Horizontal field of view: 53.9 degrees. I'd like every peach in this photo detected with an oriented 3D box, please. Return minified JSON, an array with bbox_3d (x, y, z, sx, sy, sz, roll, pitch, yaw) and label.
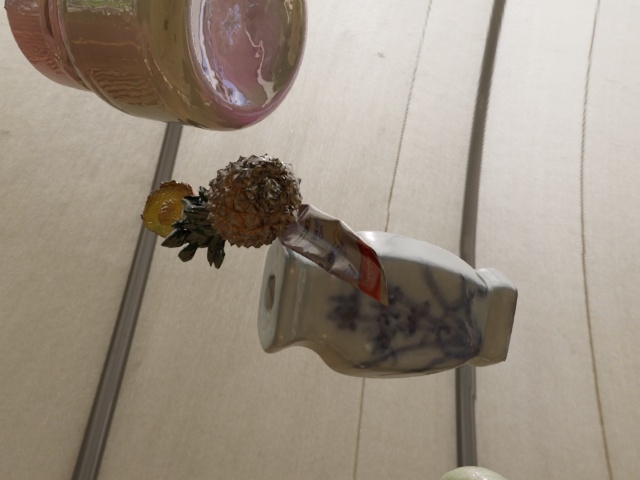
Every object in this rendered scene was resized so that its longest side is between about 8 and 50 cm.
[{"bbox_3d":[-0.222,-0.044,0.973,0.098,0.061,0.098,-6,-106,21],"label":"peach"}]

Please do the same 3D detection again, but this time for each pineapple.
[{"bbox_3d":[-0.085,-0.026,0.614,0.083,0.221,0.103,41,-112,-15],"label":"pineapple"}]

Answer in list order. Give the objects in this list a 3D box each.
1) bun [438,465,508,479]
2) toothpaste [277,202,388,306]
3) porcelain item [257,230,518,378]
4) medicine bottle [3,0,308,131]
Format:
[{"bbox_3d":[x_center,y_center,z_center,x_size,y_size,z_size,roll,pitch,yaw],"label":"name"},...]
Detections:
[{"bbox_3d":[0.288,0.510,1.019,0.179,0.283,0.283,5,-71,-14],"label":"bun"},{"bbox_3d":[0.000,0.000,0.853,0.048,0.301,0.075,4,-76,-32],"label":"toothpaste"},{"bbox_3d":[0.112,0.110,1.035,0.405,0.178,0.242,8,-89,-17],"label":"porcelain item"},{"bbox_3d":[-0.206,-0.280,0.785,0.325,0.256,0.256,17,-68,32],"label":"medicine bottle"}]
